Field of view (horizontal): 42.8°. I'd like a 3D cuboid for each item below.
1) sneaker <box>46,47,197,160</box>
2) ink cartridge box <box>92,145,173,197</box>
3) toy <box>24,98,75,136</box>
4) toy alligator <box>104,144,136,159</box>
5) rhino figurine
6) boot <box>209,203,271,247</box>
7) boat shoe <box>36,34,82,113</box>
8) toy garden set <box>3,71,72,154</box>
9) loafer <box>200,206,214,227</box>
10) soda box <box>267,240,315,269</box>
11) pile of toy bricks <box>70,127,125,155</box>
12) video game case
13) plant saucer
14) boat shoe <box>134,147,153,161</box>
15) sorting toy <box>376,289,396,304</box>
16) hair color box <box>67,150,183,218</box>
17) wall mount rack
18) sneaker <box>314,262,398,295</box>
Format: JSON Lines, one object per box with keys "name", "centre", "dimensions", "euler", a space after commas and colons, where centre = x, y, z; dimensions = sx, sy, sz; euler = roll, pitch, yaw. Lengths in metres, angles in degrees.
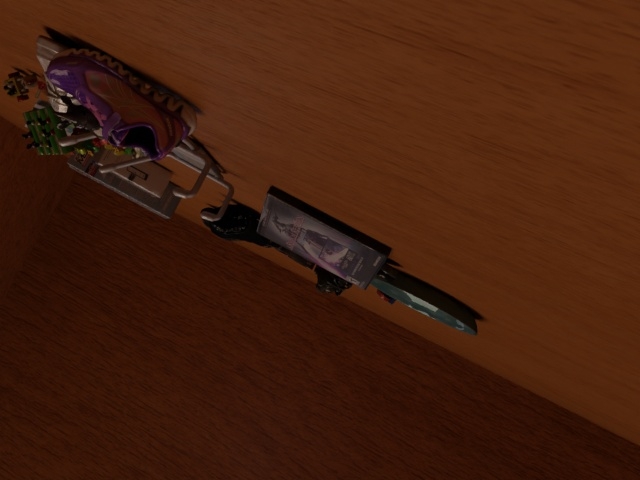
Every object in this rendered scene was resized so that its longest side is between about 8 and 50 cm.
{"name": "sneaker", "centre": [-0.309, -0.199, 1.235], "dimensions": [0.236, 0.105, 0.095], "euler": [27, 150, -10]}
{"name": "ink cartridge box", "centre": [-0.548, -0.211, 2.376], "dimensions": [0.203, 0.086, 0.148], "euler": [30, 174, -24]}
{"name": "toy", "centre": [-0.649, -0.313, 2.038], "dimensions": [0.136, 0.056, 0.237], "euler": [17, 161, -24]}
{"name": "toy alligator", "centre": [-0.492, -0.244, 2.045], "dimensions": [0.051, 0.056, 0.189], "euler": [-18, 155, 18]}
{"name": "rhino figurine", "centre": [-0.343, -0.198, 1.350], "dimensions": [0.106, 0.073, 0.243], "euler": [25, -163, 30]}
{"name": "boot", "centre": [-0.259, -0.055, 2.336], "dimensions": [0.246, 0.094, 0.207], "euler": [17, 173, 29]}
{"name": "boat shoe", "centre": [-0.412, -0.253, 1.371], "dimensions": [0.098, 0.096, 0.277], "euler": [29, 173, 9]}
{"name": "toy garden set", "centre": [-0.662, -0.292, 1.880], "dimensions": [0.244, 0.049, 0.204], "euler": [8, 118, 57]}
{"name": "loafer", "centre": [-0.334, -0.072, 2.720], "dimensions": [0.223, 0.076, 0.078], "euler": [31, 142, 47]}
{"name": "soda box", "centre": [-0.074, 0.024, 2.361], "dimensions": [0.053, 0.060, 0.169], "euler": [24, 174, 40]}
{"name": "pile of toy bricks", "centre": [-0.535, -0.236, 1.874], "dimensions": [0.212, 0.105, 0.118], "euler": [23, 151, 28]}
{"name": "video game case", "centre": [0.000, 0.000, 1.712], "dimensions": [0.274, 0.026, 0.196], "euler": [27, 154, 1]}
{"name": "plant saucer", "centre": [0.248, 0.141, 2.000], "dimensions": [0.317, 0.044, 0.317], "euler": [28, 174, 3]}
{"name": "boat shoe", "centre": [-0.402, -0.206, 1.912], "dimensions": [0.049, 0.056, 0.152], "euler": [33, 174, -1]}
{"name": "sorting toy", "centre": [0.197, 0.149, 2.342], "dimensions": [0.061, 0.042, 0.102], "euler": [43, -172, 8]}
{"name": "hair color box", "centre": [-0.650, -0.208, 2.732], "dimensions": [0.374, 0.114, 0.185], "euler": [29, 174, -14]}
{"name": "wall mount rack", "centre": [-0.343, -0.161, 1.682], "dimensions": [0.304, 0.131, 0.350], "euler": [27, 173, 12]}
{"name": "sneaker", "centre": [0.073, 0.080, 1.861], "dimensions": [0.227, 0.130, 0.087], "euler": [19, 171, 41]}
